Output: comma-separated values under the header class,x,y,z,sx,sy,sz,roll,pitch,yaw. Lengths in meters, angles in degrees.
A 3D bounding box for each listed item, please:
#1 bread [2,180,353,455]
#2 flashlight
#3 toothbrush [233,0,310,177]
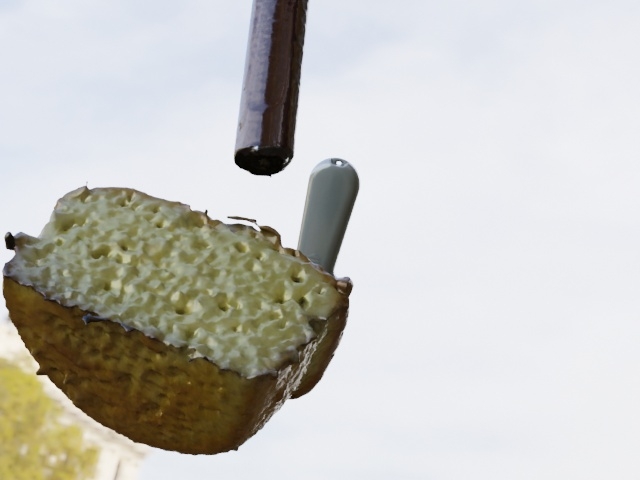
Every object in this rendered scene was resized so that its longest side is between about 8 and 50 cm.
class,x,y,z,sx,sy,sz,roll,pitch,yaw
bread,-0.104,0.064,0.946,0.229,0.143,0.140,22,-52,18
flashlight,0.000,0.000,1.630,0.093,0.201,0.047,14,6,7
toothbrush,-0.023,-0.201,0.957,0.040,0.364,0.041,4,-31,2
